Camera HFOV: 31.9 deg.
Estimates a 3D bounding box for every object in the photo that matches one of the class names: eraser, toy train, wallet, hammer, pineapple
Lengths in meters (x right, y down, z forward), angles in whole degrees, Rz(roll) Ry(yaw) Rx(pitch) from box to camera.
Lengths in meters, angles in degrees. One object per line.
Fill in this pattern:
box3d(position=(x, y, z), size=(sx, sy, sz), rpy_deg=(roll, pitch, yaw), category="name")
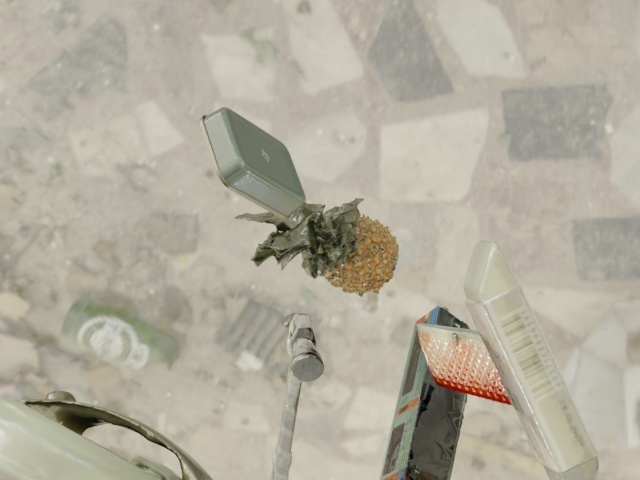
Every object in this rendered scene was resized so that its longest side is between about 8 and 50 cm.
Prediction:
box3d(position=(0.262, 0.169, 1.405), size=(0.061, 0.089, 0.352), rpy_deg=(-26, 95, -8), category="eraser")
box3d(position=(0.155, 0.278, 1.679), size=(0.086, 0.409, 0.089), rpy_deg=(37, 133, -18), category="toy train")
box3d(position=(0.205, 0.171, 1.580), size=(0.196, 0.020, 0.103), rpy_deg=(3, 114, 62), category="wallet")
box3d(position=(-0.051, 0.292, 1.562), size=(0.044, 0.152, 0.427), rpy_deg=(5, 116, -9), category="hammer")
box3d(position=(0.000, 0.000, 1.447), size=(0.130, 0.119, 0.277), rpy_deg=(0, 167, 26), category="pineapple")

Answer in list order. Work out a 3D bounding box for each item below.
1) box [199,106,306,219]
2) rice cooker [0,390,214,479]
box3d(position=(-0.065, -0.078, 1.116), size=(0.031, 0.091, 0.126), rpy_deg=(-32, 147, 20), category="box")
box3d(position=(-0.239, 0.317, 1.034), size=(0.335, 0.325, 0.335), rpy_deg=(28, 165, 8), category="rice cooker")
